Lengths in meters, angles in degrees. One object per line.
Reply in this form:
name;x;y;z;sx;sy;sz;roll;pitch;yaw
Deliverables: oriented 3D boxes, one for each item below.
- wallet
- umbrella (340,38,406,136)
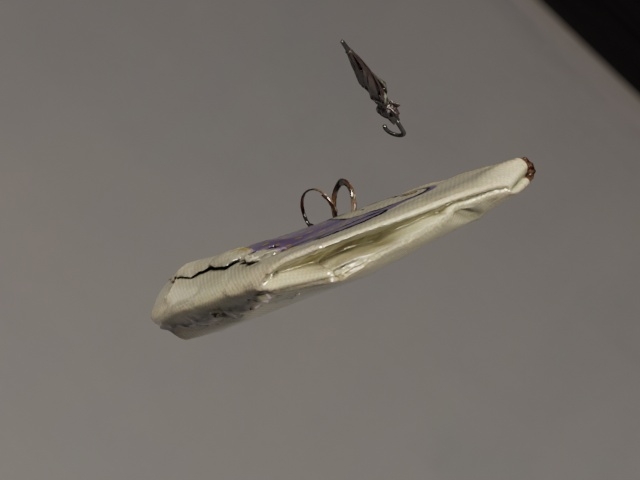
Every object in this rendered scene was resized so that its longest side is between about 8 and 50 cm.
wallet;0.002;0.002;1.404;0.275;0.068;0.335;-29;7;-36
umbrella;0.037;-0.098;1.087;0.013;0.022;0.122;-70;-25;-19
